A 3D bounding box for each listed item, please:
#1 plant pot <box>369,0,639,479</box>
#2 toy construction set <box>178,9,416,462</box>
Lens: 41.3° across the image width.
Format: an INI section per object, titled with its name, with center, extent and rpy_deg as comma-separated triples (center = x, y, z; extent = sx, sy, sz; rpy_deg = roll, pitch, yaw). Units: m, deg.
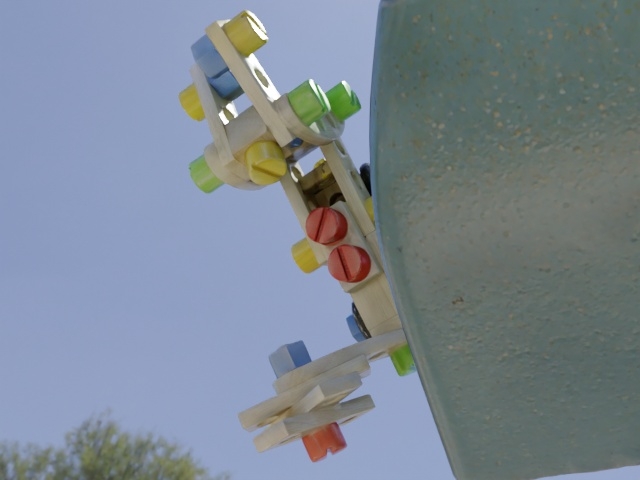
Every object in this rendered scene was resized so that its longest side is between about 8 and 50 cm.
[plant pot]
center = 0.155, -0.062, 0.449
extent = 0.247, 0.248, 0.252
rpy_deg = -15, -62, 25
[toy construction set]
center = 0.000, 0.000, 0.667
extent = 0.151, 0.328, 0.215
rpy_deg = -17, -13, 21
